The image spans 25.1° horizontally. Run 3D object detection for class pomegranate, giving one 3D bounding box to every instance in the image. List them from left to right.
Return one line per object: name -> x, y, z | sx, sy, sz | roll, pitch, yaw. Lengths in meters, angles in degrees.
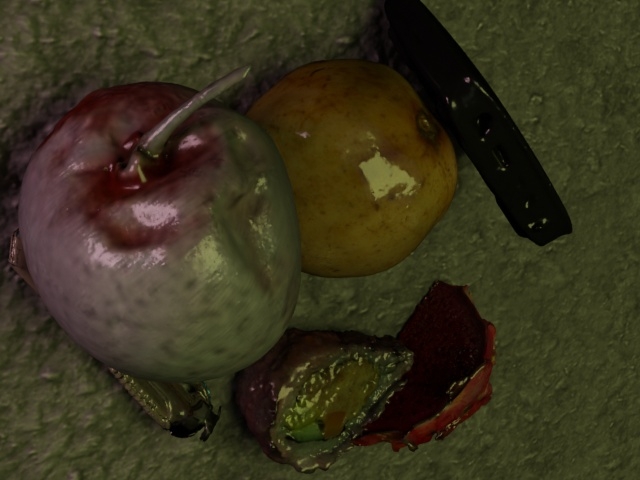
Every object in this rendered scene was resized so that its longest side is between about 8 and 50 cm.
pomegranate -> 0.022, -0.083, 1.680 | 0.260, 0.260, 0.260 | -11, 108, -39

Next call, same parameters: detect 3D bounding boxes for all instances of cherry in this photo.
cherry -> -0.147, 0.006, 1.489 | 0.291, 0.326, 0.335 | -32, 116, -6

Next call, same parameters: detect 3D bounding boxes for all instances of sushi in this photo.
sushi -> 0.000, 0.168, 1.803 | 0.241, 0.107, 0.161 | -44, 127, -18

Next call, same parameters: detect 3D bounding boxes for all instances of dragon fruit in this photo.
dragon fruit -> 0.165, 0.200, 1.921 | 0.274, 0.161, 0.126 | -54, 127, -20

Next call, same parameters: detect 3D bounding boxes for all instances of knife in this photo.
knife -> -0.236, 0.110, 1.636 | 0.365, 0.043, 0.089 | 51, 35, -34

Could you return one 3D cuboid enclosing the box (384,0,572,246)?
box -> 0.190, -0.155, 1.792 | 0.073, 0.289, 0.290 | -34, 128, 7
